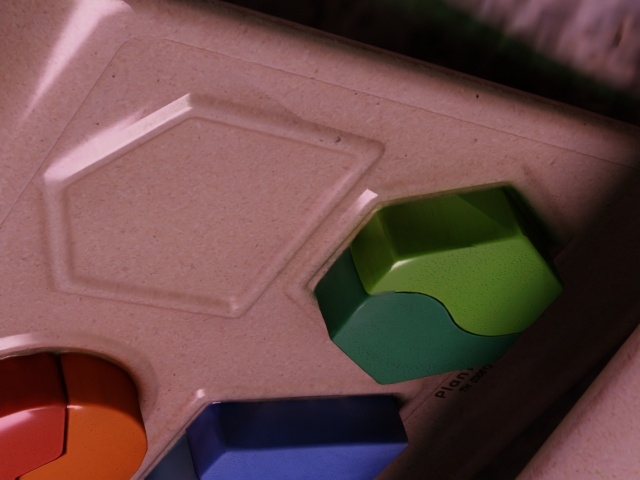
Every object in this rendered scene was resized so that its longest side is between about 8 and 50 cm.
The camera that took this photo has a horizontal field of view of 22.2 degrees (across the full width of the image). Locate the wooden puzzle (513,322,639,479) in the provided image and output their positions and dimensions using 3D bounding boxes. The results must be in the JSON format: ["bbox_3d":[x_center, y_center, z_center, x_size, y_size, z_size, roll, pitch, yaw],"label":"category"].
[{"bbox_3d":[0.198,0.148,0.487,0.348,0.080,0.322,14,130,-22],"label":"wooden puzzle"}]

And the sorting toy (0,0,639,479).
[{"bbox_3d":[0.000,0.000,0.434,0.229,0.041,0.307,15,132,-32],"label":"sorting toy"}]
